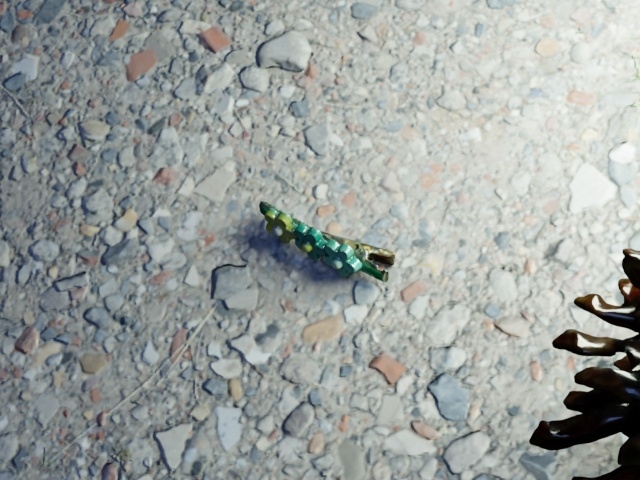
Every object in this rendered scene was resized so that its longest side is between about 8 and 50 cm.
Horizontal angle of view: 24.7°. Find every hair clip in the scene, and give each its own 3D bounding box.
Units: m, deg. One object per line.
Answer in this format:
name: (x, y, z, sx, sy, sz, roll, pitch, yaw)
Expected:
hair clip: (0.000, 0.000, 1.574, 0.173, 0.049, 0.049, 24, 73, 21)

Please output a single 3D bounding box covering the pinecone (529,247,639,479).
pinecone: (0.363, 0.177, 1.224, 0.398, 0.397, 0.397, -6, 65, 12)
